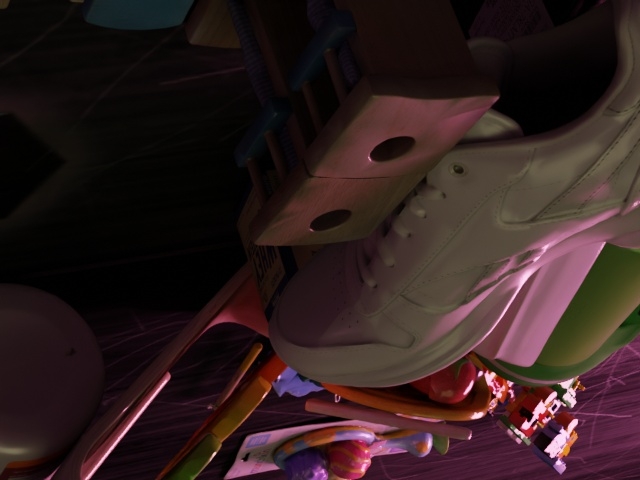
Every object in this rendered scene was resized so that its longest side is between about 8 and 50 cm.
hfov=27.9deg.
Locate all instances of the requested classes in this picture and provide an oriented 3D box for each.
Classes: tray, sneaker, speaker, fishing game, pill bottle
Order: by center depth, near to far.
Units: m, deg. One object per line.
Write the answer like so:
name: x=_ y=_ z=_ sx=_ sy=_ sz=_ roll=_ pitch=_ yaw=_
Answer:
sneaker: x=0.072 y=-0.030 z=0.660 sx=0.305 sy=0.114 sz=0.152 roll=-33 pitch=130 yaw=30
tray: x=0.099 y=0.003 z=0.837 sx=0.030 sy=0.145 sz=0.270 roll=-54 pitch=168 yaw=-26
pill bottle: x=-0.234 y=0.129 z=0.888 sx=0.121 sy=0.121 sz=0.221 roll=-3 pitch=153 yaw=-30
speaker: x=0.191 y=-0.001 z=0.904 sx=0.131 sy=0.131 sz=0.296 roll=-11 pitch=155 yaw=-16
fishing game: x=0.046 y=0.105 z=1.134 sx=0.264 sy=0.041 sz=0.189 roll=-5 pitch=154 yaw=-29

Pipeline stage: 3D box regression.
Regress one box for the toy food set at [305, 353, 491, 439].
toy food set: x=0.069 y=0.085 z=0.966 sx=0.128 sy=0.071 sz=0.218 roll=11 pitch=-175 yaw=8

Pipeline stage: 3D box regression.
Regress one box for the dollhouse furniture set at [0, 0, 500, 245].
dollhouse furniture set: x=-0.049 y=-0.079 z=0.562 sx=0.184 sy=0.129 sz=0.129 roll=-4 pitch=153 yaw=-31

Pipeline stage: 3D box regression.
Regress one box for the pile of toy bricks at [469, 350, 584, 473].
pile of toy bricks: x=0.228 y=0.153 z=1.310 sx=0.105 sy=0.118 sz=0.212 roll=-51 pitch=144 yaw=-5

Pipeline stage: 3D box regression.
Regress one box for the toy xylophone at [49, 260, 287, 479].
toy xylophone: x=-0.098 y=0.128 z=0.889 sx=0.322 sy=0.081 sz=0.236 roll=-48 pitch=180 yaw=-34

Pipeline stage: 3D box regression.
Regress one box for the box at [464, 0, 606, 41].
box: x=0.257 y=-0.179 z=0.640 sx=0.296 sy=0.073 sz=0.293 roll=-8 pitch=155 yaw=-22

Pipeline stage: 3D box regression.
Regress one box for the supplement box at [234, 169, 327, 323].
supplement box: x=0.000 y=0.000 z=0.822 sx=0.083 sy=0.083 sz=0.056 roll=-9 pitch=154 yaw=-22

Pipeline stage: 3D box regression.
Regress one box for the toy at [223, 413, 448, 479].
toy: x=0.028 y=0.232 z=1.371 sx=0.237 sy=0.056 sz=0.137 roll=-9 pitch=153 yaw=-20
